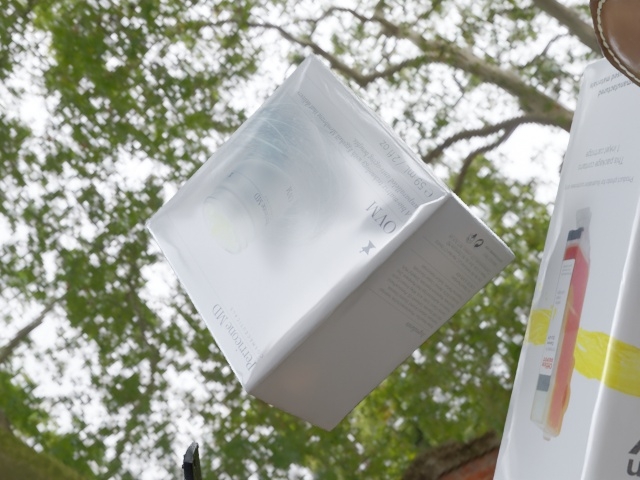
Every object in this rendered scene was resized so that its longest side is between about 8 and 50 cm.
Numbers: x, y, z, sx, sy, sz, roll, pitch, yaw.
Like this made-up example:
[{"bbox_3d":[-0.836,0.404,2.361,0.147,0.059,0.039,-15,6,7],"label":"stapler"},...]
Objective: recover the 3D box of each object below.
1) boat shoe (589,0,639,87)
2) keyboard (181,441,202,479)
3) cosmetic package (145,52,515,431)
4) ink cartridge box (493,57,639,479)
[{"bbox_3d":[0.211,-0.050,0.387,0.120,0.324,0.123,-36,-56,-4],"label":"boat shoe"},{"bbox_3d":[-0.170,0.363,1.213,0.038,0.192,0.100,-5,4,0],"label":"keyboard"},{"bbox_3d":[0.000,0.000,0.829,0.225,0.224,0.138,-46,-40,8],"label":"cosmetic package"},{"bbox_3d":[0.311,0.074,0.696,0.160,0.279,0.385,-178,101,-81],"label":"ink cartridge box"}]
